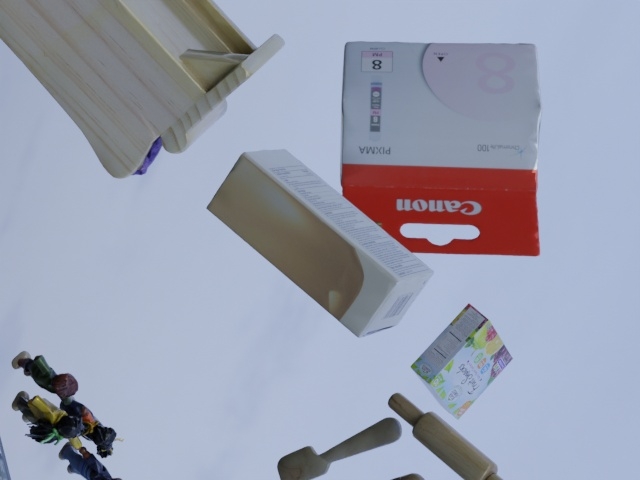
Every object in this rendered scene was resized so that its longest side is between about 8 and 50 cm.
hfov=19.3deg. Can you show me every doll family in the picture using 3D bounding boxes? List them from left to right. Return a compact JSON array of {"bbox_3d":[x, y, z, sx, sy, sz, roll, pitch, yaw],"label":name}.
[{"bbox_3d":[-0.254,0.198,1.941,0.111,0.193,0.076,17,-117,50],"label":"doll family"}]

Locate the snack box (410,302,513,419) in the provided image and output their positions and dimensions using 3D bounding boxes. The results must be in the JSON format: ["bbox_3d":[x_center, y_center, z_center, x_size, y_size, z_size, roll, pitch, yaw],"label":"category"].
[{"bbox_3d":[0.164,0.140,2.161,0.100,0.141,0.037,-46,-118,-4],"label":"snack box"}]

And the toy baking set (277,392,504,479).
[{"bbox_3d":[0.068,0.244,1.721,0.256,0.030,0.197,43,-71,27],"label":"toy baking set"}]

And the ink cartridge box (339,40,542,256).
[{"bbox_3d":[0.112,-0.091,1.755,0.232,0.189,0.066,-88,178,-46],"label":"ink cartridge box"}]

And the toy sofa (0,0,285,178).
[{"bbox_3d":[-0.223,-0.247,1.807,0.177,0.362,0.150,-41,-174,21],"label":"toy sofa"}]

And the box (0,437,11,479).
[{"bbox_3d":[-0.427,0.335,2.155,0.175,0.051,0.220,-32,-123,17],"label":"box"}]

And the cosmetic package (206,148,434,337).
[{"bbox_3d":[0.000,0.000,1.032,0.041,0.115,0.060,-55,162,18],"label":"cosmetic package"}]
